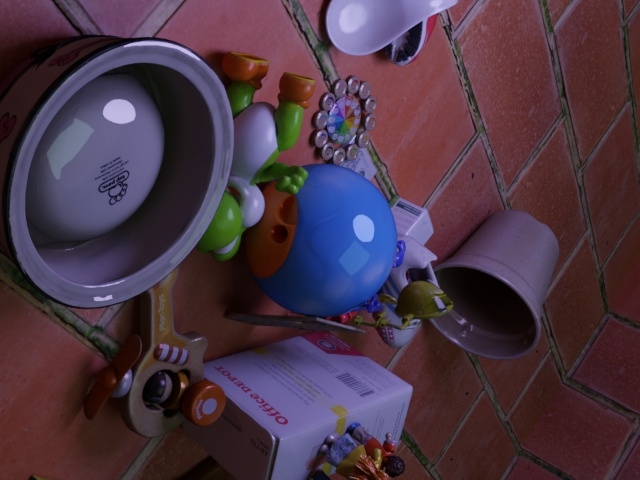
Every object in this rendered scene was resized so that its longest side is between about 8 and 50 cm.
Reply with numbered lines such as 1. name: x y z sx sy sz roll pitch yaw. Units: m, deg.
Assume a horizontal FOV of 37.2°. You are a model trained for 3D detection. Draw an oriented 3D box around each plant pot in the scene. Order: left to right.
1. plant pot: 0.473 0.091 2.510 0.305 0.334 0.334 -52 147 -37

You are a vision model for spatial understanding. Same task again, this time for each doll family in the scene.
1. doll family: 0.048 0.469 1.768 0.118 0.163 0.263 25 96 -52

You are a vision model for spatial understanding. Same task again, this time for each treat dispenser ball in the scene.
1. treat dispenser ball: 0.000 0.000 1.781 0.288 0.288 0.288 -33 136 -38

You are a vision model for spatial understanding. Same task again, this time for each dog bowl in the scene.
1. dog bowl: -0.322 -0.115 1.390 0.408 0.150 0.408 -34 137 -38

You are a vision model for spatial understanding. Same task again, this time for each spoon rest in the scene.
1. spoon rest: 0.138 -0.435 1.780 0.276 0.084 0.137 -21 117 -13

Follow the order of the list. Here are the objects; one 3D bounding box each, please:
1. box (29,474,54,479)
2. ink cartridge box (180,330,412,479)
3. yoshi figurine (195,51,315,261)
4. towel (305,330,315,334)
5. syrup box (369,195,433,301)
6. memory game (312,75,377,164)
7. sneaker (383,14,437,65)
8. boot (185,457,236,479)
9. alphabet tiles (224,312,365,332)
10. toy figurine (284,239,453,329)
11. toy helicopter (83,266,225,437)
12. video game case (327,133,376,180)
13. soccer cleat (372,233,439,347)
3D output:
1. box: -0.474 0.488 1.702 0.105 0.043 0.179 -58 148 -6
2. ink cartridge box: -0.049 0.342 1.937 0.385 0.279 0.160 -10 121 -44
3. yoshi figurine: -0.141 -0.125 1.612 0.203 0.203 0.362 8 109 -39
4. towel: -0.044 0.277 2.154 0.110 0.027 0.148 -12 121 -51
5. syrup box: 0.149 0.023 2.179 0.237 0.093 0.096 -50 145 -18
6. memory game: 0.053 -0.241 1.917 0.186 0.012 0.186 -23 123 -39
7. sneaker: 0.201 -0.487 1.917 0.279 0.107 0.118 -67 165 11
8. boot: -0.292 0.605 2.022 0.280 0.096 0.264 -28 126 -51
9. alphabet tiles: -0.060 0.162 1.873 0.198 0.237 0.009 22 72 -58
10. toy figurine: 0.083 0.048 1.947 0.191 0.362 0.217 -13 99 -41
11. toy helicopter: -0.303 0.186 1.681 0.235 0.140 0.355 -15 114 -38
12. video game case: 0.049 -0.127 2.006 0.157 0.019 0.143 -54 146 -13
13. soccer cleat: 0.196 0.136 2.104 0.116 0.143 0.331 -39 140 -32
